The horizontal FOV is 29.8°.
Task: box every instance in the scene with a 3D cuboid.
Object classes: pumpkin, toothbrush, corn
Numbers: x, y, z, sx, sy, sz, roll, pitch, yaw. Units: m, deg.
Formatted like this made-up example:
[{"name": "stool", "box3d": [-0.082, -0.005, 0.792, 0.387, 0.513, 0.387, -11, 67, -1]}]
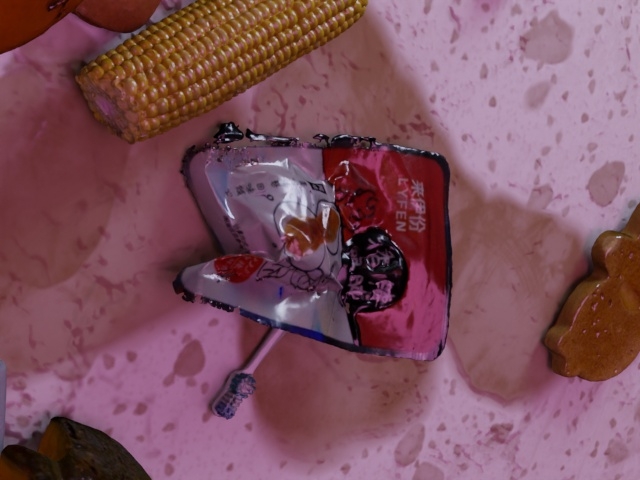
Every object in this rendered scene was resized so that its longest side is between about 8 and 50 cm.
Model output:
[{"name": "pumpkin", "box3d": [-0.195, 0.259, 0.881, 0.130, 0.149, 0.254, 77, 32, -70]}, {"name": "toothbrush", "box3d": [0.000, 0.036, 1.081, 0.304, 0.030, 0.030, -53, 127, -14]}, {"name": "corn", "box3d": [-0.067, -0.156, 0.933, 0.248, 0.081, 0.081, -33, 121, -24]}]

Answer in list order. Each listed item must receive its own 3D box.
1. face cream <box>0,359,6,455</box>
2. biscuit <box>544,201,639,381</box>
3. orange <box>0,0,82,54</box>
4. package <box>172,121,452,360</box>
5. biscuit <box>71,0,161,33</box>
[{"name": "face cream", "box3d": [-0.279, 0.184, 0.902, 0.084, 0.057, 0.198, -2, 108, -48]}, {"name": "biscuit", "box3d": [0.332, 0.063, 1.324, 0.166, 0.036, 0.225, 39, 83, -37]}, {"name": "orange", "box3d": [-0.231, -0.220, 0.697, 0.240, 0.240, 0.240, -12, 111, -33]}, {"name": "package", "box3d": [0.000, 0.000, 1.038, 0.269, 0.071, 0.194, 7, 92, -36]}, {"name": "biscuit", "box3d": [-0.122, -0.237, 0.897, 0.186, 0.036, 0.192, 41, 80, -39]}]
